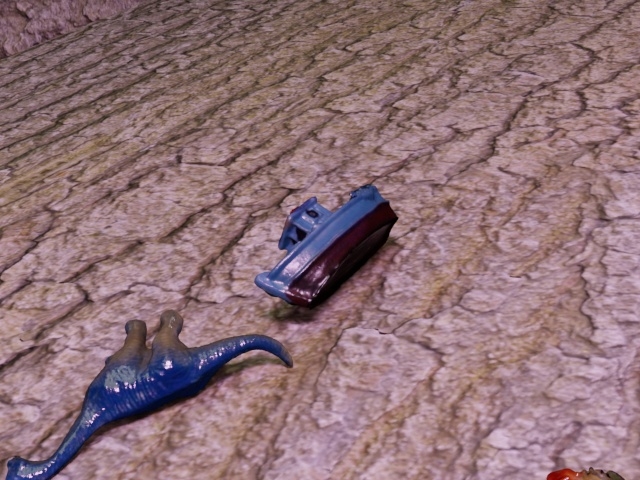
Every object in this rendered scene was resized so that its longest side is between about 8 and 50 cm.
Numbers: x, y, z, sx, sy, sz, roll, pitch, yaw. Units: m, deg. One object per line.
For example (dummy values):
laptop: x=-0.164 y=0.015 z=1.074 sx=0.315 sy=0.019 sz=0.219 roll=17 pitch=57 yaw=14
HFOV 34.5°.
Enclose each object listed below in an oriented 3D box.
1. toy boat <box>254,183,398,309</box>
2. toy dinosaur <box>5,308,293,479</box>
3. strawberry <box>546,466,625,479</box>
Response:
toy boat: x=0.000 y=0.000 z=1.131 sx=0.097 sy=0.100 sz=0.223 roll=33 pitch=39 yaw=15
toy dinosaur: x=-0.153 y=0.151 z=0.963 sx=0.248 sy=0.075 sz=0.188 roll=-3 pitch=36 yaw=5
strawberry: x=0.198 y=0.201 z=0.686 sx=0.104 sy=0.048 sz=0.152 roll=17 pitch=19 yaw=-14
